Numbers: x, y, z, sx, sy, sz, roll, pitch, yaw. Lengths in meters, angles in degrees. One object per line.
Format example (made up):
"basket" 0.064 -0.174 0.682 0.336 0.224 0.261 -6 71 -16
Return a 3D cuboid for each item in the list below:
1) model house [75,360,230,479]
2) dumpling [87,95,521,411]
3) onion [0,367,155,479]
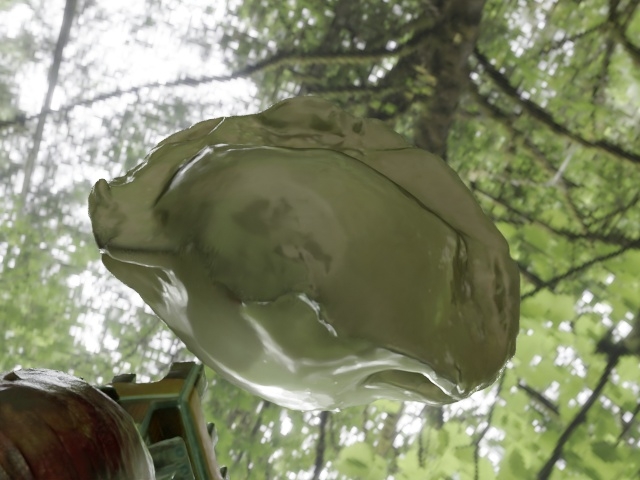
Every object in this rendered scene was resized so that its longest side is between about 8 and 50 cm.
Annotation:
"model house" -0.187 0.239 0.930 0.198 0.224 0.215 -4 -153 13
"dumpling" 0.000 0.000 0.653 0.258 0.147 0.193 26 -127 7
"onion" -0.202 0.163 0.585 0.246 0.246 0.190 -16 -86 -38
